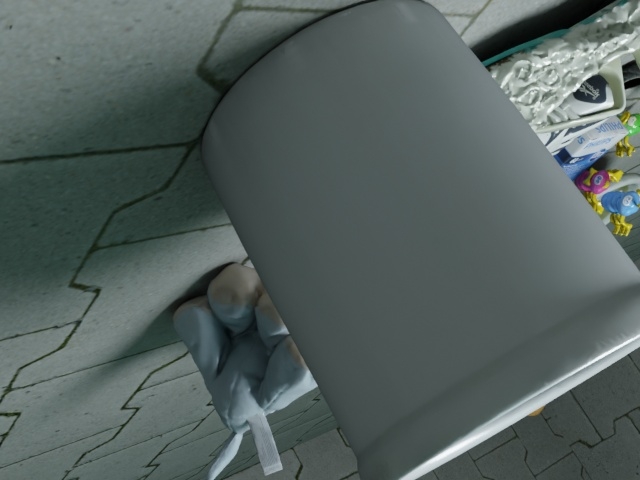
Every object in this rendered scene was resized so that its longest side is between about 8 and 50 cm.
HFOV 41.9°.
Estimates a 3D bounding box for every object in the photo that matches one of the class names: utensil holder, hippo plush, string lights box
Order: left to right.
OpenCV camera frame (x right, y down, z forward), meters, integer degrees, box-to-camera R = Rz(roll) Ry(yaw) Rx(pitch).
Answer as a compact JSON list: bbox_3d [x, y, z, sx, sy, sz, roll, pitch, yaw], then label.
[{"bbox_3d":[-0.051,0.167,1.244,0.234,0.294,0.237,-16,178,29],"label":"hippo plush"},{"bbox_3d":[0.096,0.004,0.835,0.328,0.385,0.327,-28,162,-10],"label":"utensil holder"},{"bbox_3d":[0.381,-0.123,1.424,0.133,0.076,0.259,-13,155,-43],"label":"string lights box"}]

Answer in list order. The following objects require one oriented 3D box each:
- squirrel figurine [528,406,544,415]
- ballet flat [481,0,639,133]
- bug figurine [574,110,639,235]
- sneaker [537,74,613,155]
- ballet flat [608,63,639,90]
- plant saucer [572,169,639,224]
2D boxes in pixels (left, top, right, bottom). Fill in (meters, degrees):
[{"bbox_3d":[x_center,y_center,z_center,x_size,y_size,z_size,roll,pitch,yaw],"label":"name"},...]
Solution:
[{"bbox_3d":[0.235,0.115,1.489,0.371,0.281,0.397,4,140,-7],"label":"squirrel figurine"},{"bbox_3d":[0.359,-0.227,1.030,0.409,0.147,0.147,-28,161,-6],"label":"ballet flat"},{"bbox_3d":[0.523,-0.147,1.414,0.279,0.072,0.216,-62,-167,-4],"label":"bug figurine"},{"bbox_3d":[0.334,-0.184,1.172,0.153,0.094,0.235,-43,158,30],"label":"sneaker"},{"bbox_3d":[0.461,-0.234,1.303,0.173,0.049,0.057,-25,162,-17],"label":"ballet flat"},{"bbox_3d":[0.475,-0.042,1.741,0.401,0.100,0.400,-27,162,-10],"label":"plant saucer"}]
